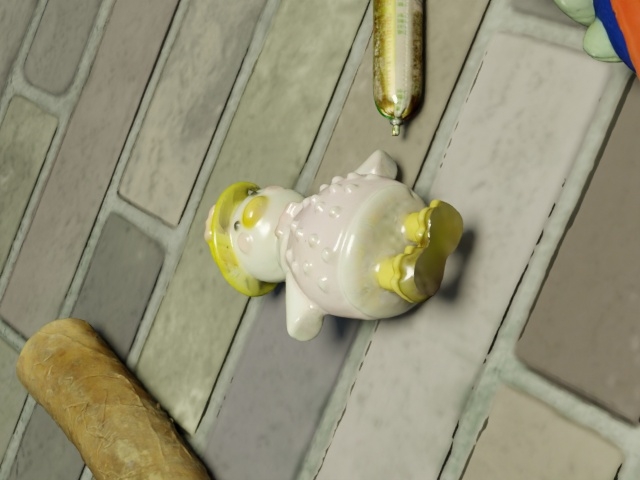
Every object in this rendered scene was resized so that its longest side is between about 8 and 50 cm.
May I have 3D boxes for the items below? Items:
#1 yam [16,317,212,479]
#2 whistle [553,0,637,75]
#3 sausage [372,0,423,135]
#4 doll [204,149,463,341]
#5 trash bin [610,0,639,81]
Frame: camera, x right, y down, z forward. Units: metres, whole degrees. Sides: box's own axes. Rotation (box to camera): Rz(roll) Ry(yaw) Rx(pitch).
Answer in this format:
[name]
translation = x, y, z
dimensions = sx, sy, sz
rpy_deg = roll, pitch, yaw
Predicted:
[yam]
translation = -0.111, 0.168, 0.813
dimensions = 0.356, 0.081, 0.081
rpy_deg = 43, 109, 42
[whistle]
translation = 0.177, -0.127, 0.607
dimensions = 0.110, 0.092, 0.244
rpy_deg = -47, 49, 11
[sausage]
translation = 0.049, -0.194, 0.790
dimensions = 0.033, 0.033, 0.269
rpy_deg = -12, 71, 41
[doll]
translation = 0.000, 0.000, 0.752
dimensions = 0.207, 0.081, 0.129
rpy_deg = 7, 65, 47
[trash bin]
translation = 0.218, -0.156, 0.458
dimensions = 0.238, 0.184, 0.161
rpy_deg = -15, 65, 6
